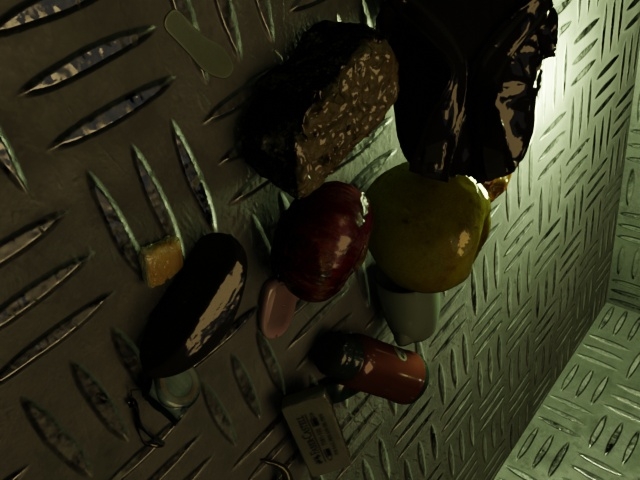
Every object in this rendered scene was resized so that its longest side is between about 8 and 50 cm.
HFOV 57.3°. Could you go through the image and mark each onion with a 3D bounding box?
[{"bbox_3d":[0.000,0.000,1.151,0.246,0.190,0.246,-59,171,-15],"label":"onion"}]

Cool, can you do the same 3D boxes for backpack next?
[{"bbox_3d":[0.296,-0.337,1.186,0.255,0.363,0.446,-52,140,-83],"label":"backpack"}]

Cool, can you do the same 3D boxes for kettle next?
[{"bbox_3d":[0.249,0.134,1.544,0.221,0.161,0.236,-53,143,-35],"label":"kettle"}]

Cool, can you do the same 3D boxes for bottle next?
[{"bbox_3d":[0.124,0.311,1.472,0.336,0.144,0.144,28,85,-39],"label":"bottle"}]

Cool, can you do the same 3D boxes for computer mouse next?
[{"bbox_3d":[-0.204,0.117,1.004,0.086,0.137,0.270,37,79,-43],"label":"computer mouse"}]

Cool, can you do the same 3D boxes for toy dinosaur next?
[{"bbox_3d":[-0.112,0.635,1.404,0.187,0.087,0.179,-59,143,-14],"label":"toy dinosaur"}]

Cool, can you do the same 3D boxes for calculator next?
[{"bbox_3d":[-0.088,0.130,1.242,0.103,0.024,0.166,-7,111,-48],"label":"calculator"}]

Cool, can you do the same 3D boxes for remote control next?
[{"bbox_3d":[0.048,0.384,1.511,0.222,0.042,0.072,-8,115,-49],"label":"remote control"}]

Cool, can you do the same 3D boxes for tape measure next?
[{"bbox_3d":[-0.292,0.294,1.070,0.180,0.104,0.107,-54,-178,39],"label":"tape measure"}]

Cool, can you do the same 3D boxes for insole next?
[{"bbox_3d":[-0.190,-0.307,0.929,0.152,0.002,0.053,39,77,-51],"label":"insole"}]

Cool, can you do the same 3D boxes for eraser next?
[{"bbox_3d":[-0.005,0.467,1.421,0.111,0.077,0.353,-19,129,-3],"label":"eraser"}]

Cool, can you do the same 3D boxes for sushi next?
[{"bbox_3d":[0.010,-0.246,1.062,0.350,0.170,0.211,-52,141,-18],"label":"sushi"}]

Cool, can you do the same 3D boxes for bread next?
[{"bbox_3d":[-0.265,0.032,0.976,0.083,0.035,0.070,-36,133,-43],"label":"bread"}]

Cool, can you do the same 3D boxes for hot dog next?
[{"bbox_3d":[0.495,-0.218,1.703,0.259,0.114,0.175,-61,143,-9],"label":"hot dog"}]

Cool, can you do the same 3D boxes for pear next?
[{"bbox_3d":[0.236,-0.043,1.340,0.304,0.304,0.304,-25,125,-42],"label":"pear"}]
